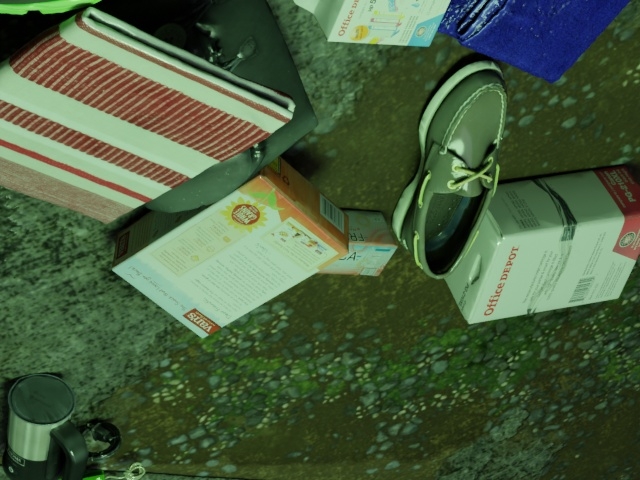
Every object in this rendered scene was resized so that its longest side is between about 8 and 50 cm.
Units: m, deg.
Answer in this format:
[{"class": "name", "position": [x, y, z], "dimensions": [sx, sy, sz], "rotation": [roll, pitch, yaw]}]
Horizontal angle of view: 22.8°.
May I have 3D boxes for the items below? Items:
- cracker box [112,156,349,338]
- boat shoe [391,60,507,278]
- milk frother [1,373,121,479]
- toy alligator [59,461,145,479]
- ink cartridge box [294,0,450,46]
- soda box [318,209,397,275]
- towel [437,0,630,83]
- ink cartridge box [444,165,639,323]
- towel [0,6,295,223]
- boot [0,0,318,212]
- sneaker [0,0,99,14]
[{"class": "cracker box", "position": [-0.103, 0.003, 1.828], "dimensions": [0.232, 0.067, 0.155], "rotation": [-31, 127, 26]}, {"class": "boat shoe", "position": [0.169, -0.082, 1.929], "dimensions": [0.109, 0.091, 0.305], "rotation": [-6, 138, -23]}, {"class": "milk frother", "position": [-0.326, 0.235, 2.034], "dimensions": [0.143, 0.129, 0.135], "rotation": [-52, 165, -44]}, {"class": "toy alligator", "position": [-0.335, 0.331, 2.164], "dimensions": [0.189, 0.056, 0.051], "rotation": [-10, -179, -21]}, {"class": "ink cartridge box", "position": [0.052, -0.265, 1.653], "dimensions": [0.143, 0.090, 0.092], "rotation": [-2, 136, -28]}, {"class": "soda box", "position": [0.000, 0.000, 1.952], "dimensions": [0.183, 0.063, 0.058], "rotation": [4, 135, -32]}, {"class": "towel", "position": [0.287, -0.310, 1.743], "dimensions": [0.227, 0.076, 0.308], "rotation": [16, 126, -40]}, {"class": "ink cartridge box", "position": [0.298, 0.006, 2.095], "dimensions": [0.237, 0.100, 0.172], "rotation": [-8, 139, -22]}, {"class": "towel", "position": [-0.210, -0.111, 1.480], "dimensions": [0.237, 0.037, 0.329], "rotation": [21, 151, -34]}, {"class": "boot", "position": [-0.224, -0.183, 1.571], "dimensions": [0.367, 0.146, 0.445], "rotation": [-23, 146, 0]}, {"class": "sneaker", "position": [-0.308, -0.296, 1.252], "dimensions": [0.482, 0.185, 0.202], "rotation": [-4, 159, -6]}]
